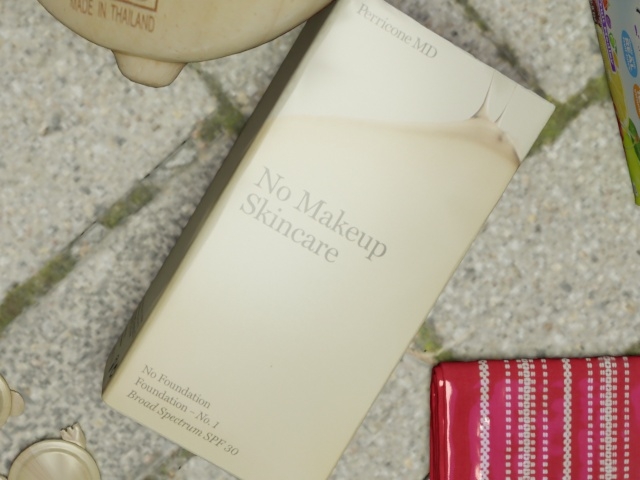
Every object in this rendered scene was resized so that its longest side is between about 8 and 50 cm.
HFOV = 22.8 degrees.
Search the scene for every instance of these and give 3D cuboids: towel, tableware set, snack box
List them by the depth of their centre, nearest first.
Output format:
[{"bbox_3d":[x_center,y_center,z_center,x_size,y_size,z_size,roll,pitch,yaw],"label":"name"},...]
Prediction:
[{"bbox_3d":[0.237,-0.097,0.999,0.070,0.207,0.174,-16,100,-3],"label":"snack box"},{"bbox_3d":[-0.243,0.167,1.092,0.169,0.020,0.141,-39,103,1],"label":"tableware set"},{"bbox_3d":[0.208,0.179,1.124,0.275,0.031,0.199,-1,93,-9],"label":"towel"}]

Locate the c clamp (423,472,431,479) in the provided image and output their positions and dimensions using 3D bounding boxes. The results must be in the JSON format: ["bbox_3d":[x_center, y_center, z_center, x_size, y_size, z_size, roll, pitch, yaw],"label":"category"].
[{"bbox_3d":[0.112,0.228,1.139,0.161,0.022,0.137,21,91,-9],"label":"c clamp"}]

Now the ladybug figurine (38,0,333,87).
[{"bbox_3d":[-0.041,-0.306,0.934,0.305,0.162,0.449,18,90,16],"label":"ladybug figurine"}]

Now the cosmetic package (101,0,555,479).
[{"bbox_3d":[0.000,0.000,1.042,0.160,0.113,0.309,29,97,-9],"label":"cosmetic package"}]
